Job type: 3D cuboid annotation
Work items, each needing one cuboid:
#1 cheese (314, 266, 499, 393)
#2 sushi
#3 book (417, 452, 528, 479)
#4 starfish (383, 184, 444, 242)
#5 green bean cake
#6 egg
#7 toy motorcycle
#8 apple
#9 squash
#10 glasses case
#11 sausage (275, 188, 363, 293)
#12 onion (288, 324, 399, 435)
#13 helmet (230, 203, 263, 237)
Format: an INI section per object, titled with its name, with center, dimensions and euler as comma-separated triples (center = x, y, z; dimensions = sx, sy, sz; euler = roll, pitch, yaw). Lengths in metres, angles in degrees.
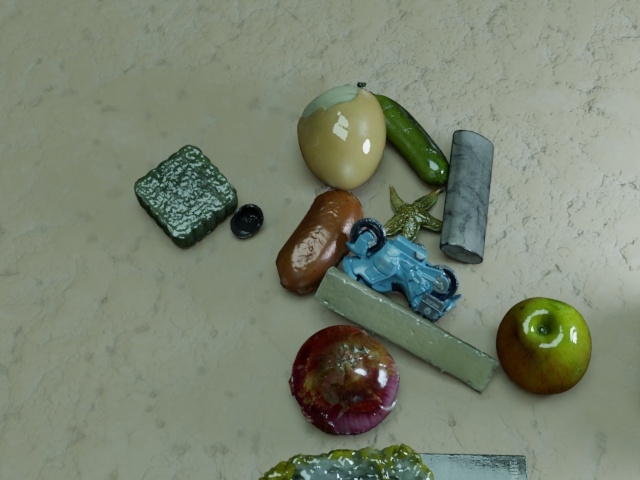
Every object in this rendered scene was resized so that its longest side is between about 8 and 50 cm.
[cheese]
center = 0.175, 0.183, 1.941
dimensions = 0.400, 0.034, 0.085
euler = 30, 108, 1
[sushi]
center = 0.035, 0.560, 1.654
dimensions = 0.396, 0.240, 0.351
euler = -1, 60, -21
[book]
center = 0.294, 0.497, 1.846
dimensions = 0.228, 0.024, 0.160
euler = 0, 64, 3
[starfish]
center = 0.198, -0.061, 2.123
dimensions = 0.208, 0.053, 0.176
euler = -27, 55, -17
[green bean cake]
center = -0.300, -0.097, 2.131
dimensions = 0.183, 0.094, 0.185
euler = -39, 68, -16
[egg]
center = 0.051, -0.229, 2.125
dimensions = 0.201, 0.201, 0.244
euler = -5, 72, 0
[toy motorcycle]
center = 0.156, 0.084, 1.996
dimensions = 0.272, 0.123, 0.182
euler = 32, 109, 4
[apple]
center = 0.451, 0.208, 1.900
dimensions = 0.196, 0.196, 0.196
euler = -1, 63, 2
[squash]
center = 0.191, -0.251, 2.192
dimensions = 0.087, 0.087, 0.331
euler = -34, 67, -14
[glasses case]
center = 0.327, -0.101, 2.103
dimensions = 0.114, 0.060, 0.299
euler = 25, 60, -26
[sausage]
center = 0.002, 0.001, 2.052
dimensions = 0.133, 0.133, 0.258
euler = 29, 67, 16
[onion]
center = 0.048, 0.275, 1.892
dimensions = 0.230, 0.163, 0.230
euler = 0, 71, -1
[helmet]
center = -0.165, -0.048, 2.126
dimensions = 0.084, 0.049, 0.065
euler = -43, 101, 10
